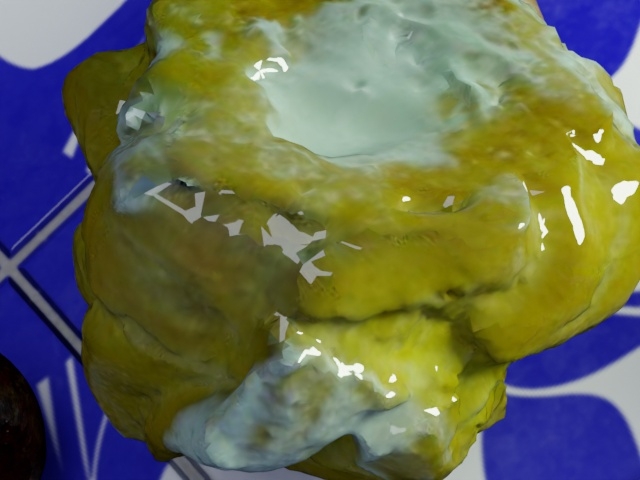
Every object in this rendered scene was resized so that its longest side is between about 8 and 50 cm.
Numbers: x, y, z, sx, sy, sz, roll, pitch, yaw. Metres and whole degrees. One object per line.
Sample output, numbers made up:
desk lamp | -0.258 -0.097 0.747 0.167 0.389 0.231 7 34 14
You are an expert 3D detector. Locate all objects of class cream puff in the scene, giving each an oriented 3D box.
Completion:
cream puff | 0.000 0.000 1.120 0.378 0.275 0.378 4 46 -4

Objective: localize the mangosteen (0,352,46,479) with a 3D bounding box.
mangosteen | -0.268 0.132 1.197 0.172 0.172 0.184 -47 44 -4

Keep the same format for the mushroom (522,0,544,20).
mushroom | 0.069 -0.172 1.256 0.210 0.072 0.094 14 76 19
